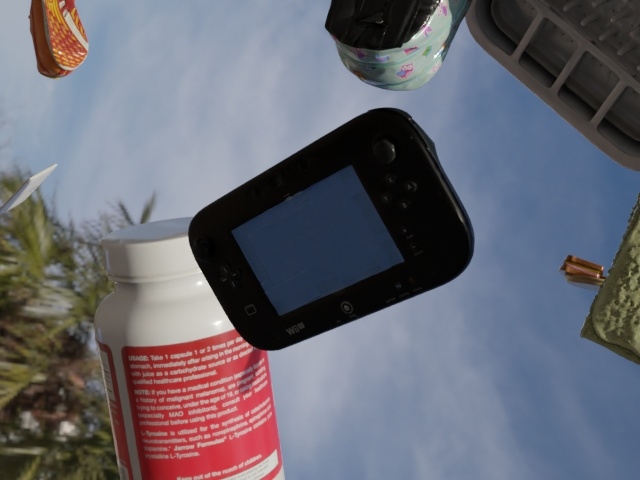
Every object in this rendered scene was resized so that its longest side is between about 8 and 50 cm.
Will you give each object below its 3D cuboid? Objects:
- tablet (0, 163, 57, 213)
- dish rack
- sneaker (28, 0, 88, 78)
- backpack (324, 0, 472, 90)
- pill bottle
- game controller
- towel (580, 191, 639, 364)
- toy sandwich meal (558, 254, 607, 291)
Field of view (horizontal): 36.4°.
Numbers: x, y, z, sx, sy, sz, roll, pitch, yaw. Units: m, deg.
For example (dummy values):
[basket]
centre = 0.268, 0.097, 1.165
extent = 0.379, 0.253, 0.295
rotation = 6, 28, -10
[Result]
[tablet]
centre = -0.347, -0.059, 1.147
extent = 0.083, 0.006, 0.054
rotation = -36, -174, 35
[dish rack]
centre = 0.302, -0.255, 0.925
extent = 0.285, 0.072, 0.333
rotation = 45, -34, 17
[sneaker]
centre = -0.286, -0.256, 1.024
extent = 0.067, 0.064, 0.175
rotation = -14, -106, 46
[backpack]
centre = 0.084, -0.241, 0.959
extent = 0.152, 0.115, 0.182
rotation = 17, -106, 29
[pill bottle]
centre = -0.183, 0.181, 1.340
extent = 0.229, 0.229, 0.408
rotation = 14, -66, 60
[game controller]
centre = 0.000, 0.000, 0.926
extent = 0.319, 0.067, 0.166
rotation = -26, -94, 42
[towel]
centre = 0.272, 0.030, 0.734
extent = 0.110, 0.027, 0.148
rotation = 22, -105, 22
[toy sandwich meal]
centre = 0.310, 0.039, 1.091
extent = 0.085, 0.085, 0.029
rotation = 4, -100, 59
